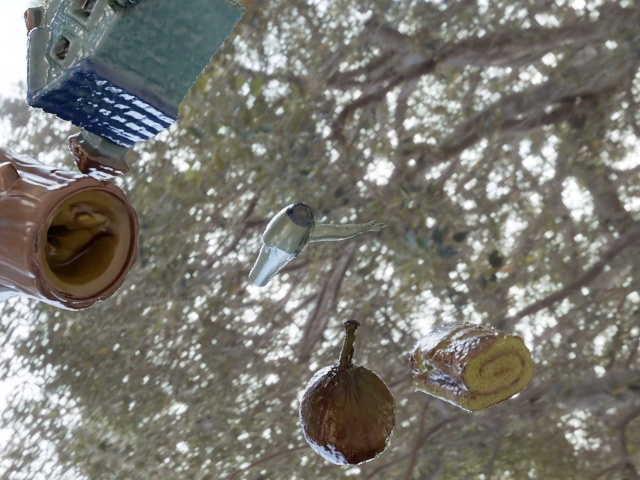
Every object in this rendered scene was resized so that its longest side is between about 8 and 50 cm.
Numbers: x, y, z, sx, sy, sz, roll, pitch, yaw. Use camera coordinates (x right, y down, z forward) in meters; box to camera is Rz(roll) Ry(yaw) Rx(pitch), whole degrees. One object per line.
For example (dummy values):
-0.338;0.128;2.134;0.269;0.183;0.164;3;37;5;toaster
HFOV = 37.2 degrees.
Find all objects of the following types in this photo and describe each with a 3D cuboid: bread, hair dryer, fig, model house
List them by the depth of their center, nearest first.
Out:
-0.307;-0.259;1.273;0.295;0.329;0.252;41;-164;36;model house
0.216;0.178;1.392;0.132;0.172;0.103;-24;-79;-18;bread
-0.018;0.011;1.408;0.199;0.167;0.067;4;-128;-47;hair dryer
0.040;0.263;1.734;0.190;0.191;0.290;-28;-67;-40;fig

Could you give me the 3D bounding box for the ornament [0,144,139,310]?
-0.370;-0.013;1.271;0.221;0.217;0.235;-17;-66;-49;ornament
